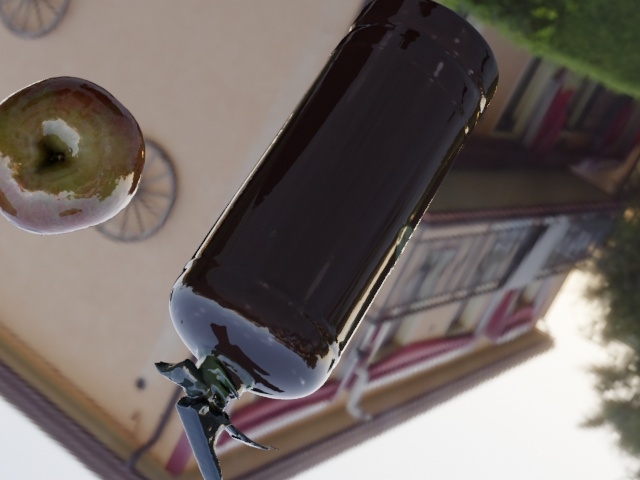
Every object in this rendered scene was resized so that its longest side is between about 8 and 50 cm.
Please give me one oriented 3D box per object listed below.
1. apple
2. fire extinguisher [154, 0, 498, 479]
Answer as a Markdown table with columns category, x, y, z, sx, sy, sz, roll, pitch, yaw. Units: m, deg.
| category | x | y | z | sx | sy | sz | roll | pitch | yaw |
| --- | --- | --- | --- | --- | --- | --- | --- | --- | --- |
| apple | -0.327 | -0.104 | 1.377 | 0.209 | 0.209 | 0.164 | 27 | 179 | 1 |
| fire extinguisher | 0.000 | 0.000 | 0.710 | 0.114 | 0.337 | 0.135 | 8 | 144 | 42 |
